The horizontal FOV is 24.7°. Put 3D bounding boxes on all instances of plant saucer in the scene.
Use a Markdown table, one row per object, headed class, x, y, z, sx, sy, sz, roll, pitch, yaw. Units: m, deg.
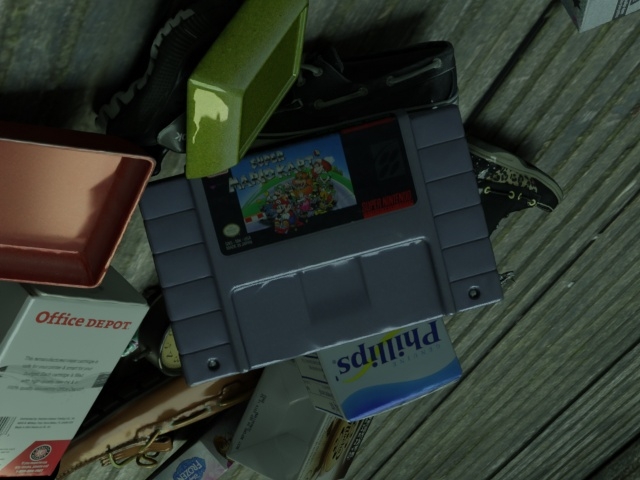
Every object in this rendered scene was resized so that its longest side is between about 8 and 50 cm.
| class | x | y | z | sx | sy | sz | roll | pitch | yaw |
| --- | --- | --- | --- | --- | --- | --- | --- | --- | --- |
| plant saucer | -0.066 | -0.164 | 1.451 | 0.188 | 0.045 | 0.188 | -58 | 170 | -27 |
| plant saucer | -0.327 | -0.044 | 1.509 | 0.259 | 0.048 | 0.258 | 6 | 146 | -21 |

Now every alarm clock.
| class | x | y | z | sx | sy | sz | roll | pitch | yaw |
| --- | --- | --- | --- | --- | --- | --- | --- | --- | --- |
| alarm clock | -0.179 | 0.119 | 2.006 | 0.192 | 0.064 | 0.129 | 15 | 107 | -56 |

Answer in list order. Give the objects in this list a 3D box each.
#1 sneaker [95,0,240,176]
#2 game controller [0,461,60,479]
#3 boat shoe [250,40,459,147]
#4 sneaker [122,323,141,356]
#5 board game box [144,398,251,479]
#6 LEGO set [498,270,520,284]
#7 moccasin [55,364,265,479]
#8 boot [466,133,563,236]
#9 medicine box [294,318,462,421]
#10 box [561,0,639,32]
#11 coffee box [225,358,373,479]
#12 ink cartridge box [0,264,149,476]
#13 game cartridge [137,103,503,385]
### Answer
| class | x | y | z | sx | sy | sz | roll | pitch | yaw |
| --- | --- | --- | --- | --- | --- | --- | --- | --- | --- |
| sneaker | -0.140 | -0.146 | 1.475 | 0.078 | 0.106 | 0.234 | -1 | 147 | -44 |
| game controller | -0.450 | 0.238 | 1.905 | 0.067 | 0.166 | 0.319 | -22 | 160 | 26 |
| boat shoe | 0.005 | -0.163 | 1.602 | 0.301 | 0.108 | 0.102 | -8 | 121 | -6 |
| sneaker | -0.242 | 0.132 | 2.042 | 0.098 | 0.038 | 0.069 | -39 | 152 | 31 |
| board game box | -0.185 | 0.343 | 2.339 | 0.318 | 0.066 | 0.318 | -42 | 179 | 35 |
| LEGO set | 0.107 | 0.094 | 2.108 | 0.331 | 0.192 | 0.255 | -36 | 154 | 23 |
| moccasin | -0.249 | 0.263 | 2.161 | 0.380 | 0.147 | 0.139 | -31 | -162 | -1 |
| boot | 0.232 | -0.033 | 2.004 | 0.236 | 0.085 | 0.179 | 25 | 92 | -53 |
| medicine box | 0.026 | 0.053 | 1.733 | 0.149 | 0.289 | 0.263 | -22 | 180 | -8 |
| box | 0.311 | -0.345 | 1.452 | 0.163 | 0.142 | 0.247 | -22 | 156 | -8 |
| coffee box | -0.015 | 0.267 | 2.188 | 0.168 | 0.119 | 0.297 | -65 | 164 | 1 |
| ink cartridge box | -0.360 | 0.147 | 1.759 | 0.197 | 0.114 | 0.273 | 10 | 118 | -53 |
| game cartridge | 0.000 | 0.000 | 1.554 | 0.355 | 0.230 | 0.068 | -15 | -168 | -6 |
